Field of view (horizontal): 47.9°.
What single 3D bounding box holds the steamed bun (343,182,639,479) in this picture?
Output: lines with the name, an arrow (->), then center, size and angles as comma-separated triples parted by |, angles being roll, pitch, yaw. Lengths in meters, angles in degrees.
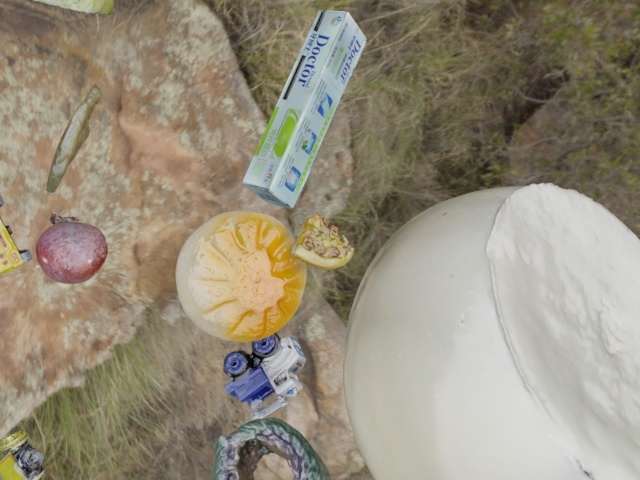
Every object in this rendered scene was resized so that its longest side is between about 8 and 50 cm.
steamed bun -> 0.163, 0.114, 0.596 | 0.324, 0.206, 0.324 | 23, 48, -28

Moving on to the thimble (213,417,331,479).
thimble -> -0.051, 0.267, 0.791 | 0.119, 0.135, 0.090 | -23, 141, -5

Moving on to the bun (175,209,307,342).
bun -> -0.160, 0.078, 1.569 | 0.299, 0.165, 0.298 | -3, 96, -25

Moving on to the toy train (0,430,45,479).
toy train -> -0.371, 0.247, 0.727 | 0.202, 0.081, 0.060 | -18, 105, 20

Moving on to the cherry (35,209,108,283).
cherry -> -0.396, -0.002, 1.163 | 0.107, 0.225, 0.090 | -12, 120, -8

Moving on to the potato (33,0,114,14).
potato -> -0.533, -0.518, 1.392 | 0.272, 0.160, 0.111 | 13, 108, -7

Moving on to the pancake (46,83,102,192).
pancake -> -0.489, -0.200, 1.430 | 0.042, 0.236, 0.222 | 27, 121, -19

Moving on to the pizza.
pizza -> 0.001, 0.000, 1.567 | 0.175, 0.046, 0.134 | -8, 67, -50

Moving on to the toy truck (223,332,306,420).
toy truck -> -0.134, 0.346, 1.856 | 0.213, 0.161, 0.177 | -37, 61, 4

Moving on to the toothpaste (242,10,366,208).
toothpaste -> -0.023, -0.222, 1.215 | 0.081, 0.067, 0.336 | 38, 71, -56

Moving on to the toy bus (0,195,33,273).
toy bus -> -0.698, 0.006, 1.450 | 0.151, 0.331, 0.145 | -32, 106, -27
